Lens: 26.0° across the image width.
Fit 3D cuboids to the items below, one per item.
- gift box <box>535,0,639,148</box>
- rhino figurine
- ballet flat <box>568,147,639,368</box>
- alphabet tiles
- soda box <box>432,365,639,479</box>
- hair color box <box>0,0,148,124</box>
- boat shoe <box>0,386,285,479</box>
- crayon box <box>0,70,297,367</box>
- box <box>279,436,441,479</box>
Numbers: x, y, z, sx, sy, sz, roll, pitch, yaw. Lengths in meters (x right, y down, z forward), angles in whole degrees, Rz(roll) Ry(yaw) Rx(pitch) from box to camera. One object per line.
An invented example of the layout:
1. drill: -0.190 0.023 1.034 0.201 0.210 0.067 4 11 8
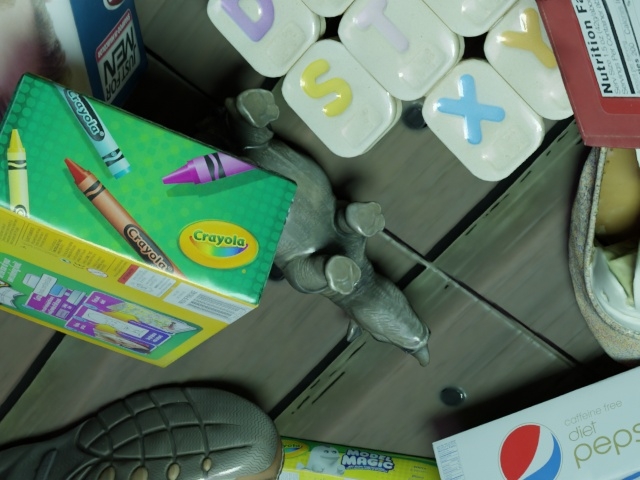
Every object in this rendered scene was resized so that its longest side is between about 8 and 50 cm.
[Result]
1. gift box: 0.260 -0.178 0.614 0.276 0.258 0.255 16 131 56
2. rhino figurine: 0.000 0.000 0.938 0.243 0.073 0.106 48 164 -19
3. ballet flat: 0.209 -0.024 0.867 0.108 0.106 0.316 0 122 11
4. alphabet tiles: 0.059 -0.180 0.799 0.278 0.021 0.284 48 122 4
5. soda box: 0.193 0.145 0.980 0.216 0.069 0.074 -25 155 27
6. hair color box: -0.231 -0.233 0.831 0.174 0.105 0.347 -2 122 14
7. boat shoe: -0.156 0.207 1.095 0.324 0.123 0.116 -18 123 30
8. crayon box: -0.137 0.001 0.872 0.165 0.081 0.278 22 162 -12
9. box: 0.032 0.215 1.095 0.179 0.043 0.105 9 123 9
